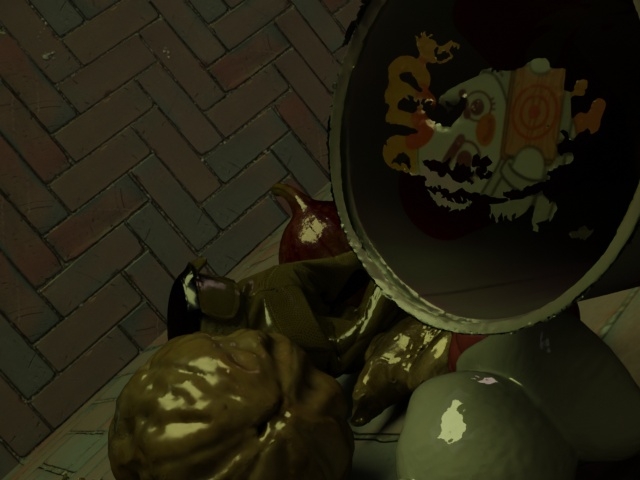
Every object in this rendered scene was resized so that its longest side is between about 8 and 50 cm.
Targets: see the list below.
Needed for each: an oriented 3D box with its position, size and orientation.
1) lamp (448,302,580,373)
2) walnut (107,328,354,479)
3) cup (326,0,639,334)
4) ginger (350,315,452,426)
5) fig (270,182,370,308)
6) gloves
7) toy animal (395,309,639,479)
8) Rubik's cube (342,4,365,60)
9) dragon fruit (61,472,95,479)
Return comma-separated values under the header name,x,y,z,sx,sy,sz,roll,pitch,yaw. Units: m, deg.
name,x,y,z,sx,sy,sz,roll,pitch,yaw
lamp,0.138,0.071,0.590,0.107,0.092,0.107,-42,-23,-23
walnut,-0.077,0.167,0.682,0.198,0.198,0.245,-43,1,-26
cup,0.173,-0.055,0.468,0.288,0.203,0.203,1,-21,-39
ginger,0.109,0.082,0.774,0.133,0.059,0.214,-26,17,42
fig,0.004,0.003,1.153,0.175,0.207,0.175,-29,5,3
gloves,0.005,0.076,0.872,0.331,0.141,0.154,-6,-8,-25
toy animal,0.070,0.142,0.459,0.221,0.103,0.131,-40,10,-8
Rubik's cube,0.208,-0.243,1.011,0.358,0.387,0.368,-18,44,6
dragon fruit,-0.320,0.357,1.058,0.102,0.096,0.147,-44,7,-11
